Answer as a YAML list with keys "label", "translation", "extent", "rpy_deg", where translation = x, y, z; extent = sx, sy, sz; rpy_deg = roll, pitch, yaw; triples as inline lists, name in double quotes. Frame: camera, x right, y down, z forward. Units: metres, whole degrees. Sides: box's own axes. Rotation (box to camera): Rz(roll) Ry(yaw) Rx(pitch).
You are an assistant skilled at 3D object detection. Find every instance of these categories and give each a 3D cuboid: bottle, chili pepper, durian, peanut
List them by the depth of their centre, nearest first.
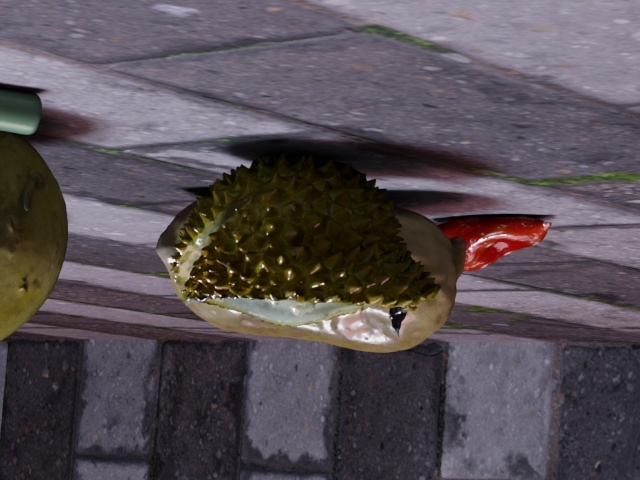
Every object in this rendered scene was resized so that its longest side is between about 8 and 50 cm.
- label: "bottle"
  translation: [-0.243, -0.096, 1.408]
  extent: [0.083, 0.030, 0.030]
  rpy_deg: [8, 172, -28]
- label: "durian"
  translation: [0.000, 0.000, 1.629]
  extent: [0.193, 0.137, 0.237]
  rpy_deg: [-6, 166, 39]
- label: "peanut"
  translation: [-0.003, 0.030, 1.856]
  extent: [0.291, 0.143, 0.159]
  rpy_deg: [4, 163, 18]
- label: "chili pepper"
  translation: [0.150, 0.004, 1.935]
  extent: [0.191, 0.050, 0.059]
  rpy_deg: [-12, 148, 41]

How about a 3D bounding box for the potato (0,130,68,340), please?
- label: "potato"
  translation: [-0.376, 0.014, 1.570]
  extent: [0.359, 0.219, 0.269]
  rpy_deg: [-1, 141, 6]
